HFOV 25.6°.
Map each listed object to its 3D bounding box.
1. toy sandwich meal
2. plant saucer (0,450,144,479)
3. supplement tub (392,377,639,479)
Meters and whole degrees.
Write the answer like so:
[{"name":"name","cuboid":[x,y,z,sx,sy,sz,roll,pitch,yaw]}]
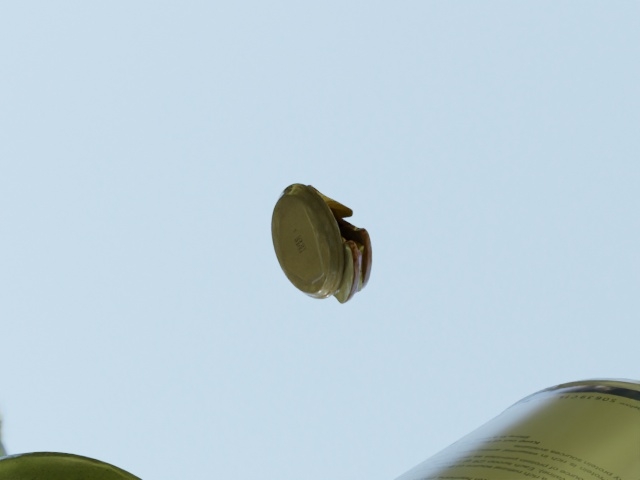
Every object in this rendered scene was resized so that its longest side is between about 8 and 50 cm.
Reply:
[{"name":"toy sandwich meal","cuboid":[0.000,0.000,0.910,0.029,0.085,0.085,-16,-135,-32]},{"name":"plant saucer","cuboid":[-0.155,0.231,0.733,0.241,0.037,0.241,-3,-101,15]},{"name":"supplement tub","cuboid":[0.098,0.218,0.697,0.235,0.235,0.325,28,-153,28]}]
